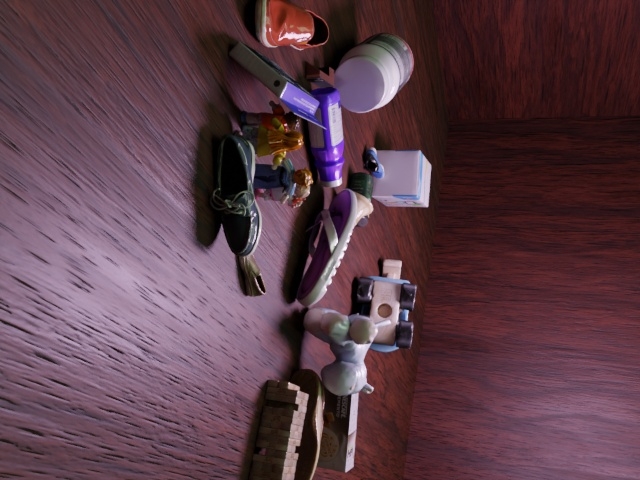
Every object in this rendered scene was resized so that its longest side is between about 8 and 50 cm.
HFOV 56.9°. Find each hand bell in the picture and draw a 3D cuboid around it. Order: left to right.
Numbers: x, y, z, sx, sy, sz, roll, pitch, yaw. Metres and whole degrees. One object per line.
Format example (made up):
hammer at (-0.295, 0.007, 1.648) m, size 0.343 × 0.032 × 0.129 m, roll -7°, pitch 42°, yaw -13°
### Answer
hand bell at (0.071, -0.032, 1.943) m, size 0.242 × 0.126 × 0.126 m, roll -63°, pitch 151°, yaw -26°

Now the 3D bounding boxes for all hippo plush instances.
hippo plush at (0.054, 0.331, 1.744) m, size 0.294 × 0.234 × 0.236 m, roll 22°, pitch 79°, yaw -74°

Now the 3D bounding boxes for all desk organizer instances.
desk organizer at (0.000, -0.485, 1.726) m, size 0.130 × 0.047 × 0.050 m, roll -9°, pitch 99°, yaw -70°

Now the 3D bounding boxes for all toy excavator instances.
toy excavator at (0.264, 0.247, 2.404) m, size 0.445 × 0.222 × 0.432 m, roll 76°, pitch 22°, yaw -73°

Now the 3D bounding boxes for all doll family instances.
doll family at (-0.099, -0.172, 1.320) m, size 0.118 × 0.163 × 0.263 m, roll -56°, pitch 144°, yaw -55°

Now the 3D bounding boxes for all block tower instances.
block tower at (-0.111, 0.533, 1.503) m, size 0.097 × 0.091 × 0.335 m, roll 49°, pitch 47°, yaw -62°

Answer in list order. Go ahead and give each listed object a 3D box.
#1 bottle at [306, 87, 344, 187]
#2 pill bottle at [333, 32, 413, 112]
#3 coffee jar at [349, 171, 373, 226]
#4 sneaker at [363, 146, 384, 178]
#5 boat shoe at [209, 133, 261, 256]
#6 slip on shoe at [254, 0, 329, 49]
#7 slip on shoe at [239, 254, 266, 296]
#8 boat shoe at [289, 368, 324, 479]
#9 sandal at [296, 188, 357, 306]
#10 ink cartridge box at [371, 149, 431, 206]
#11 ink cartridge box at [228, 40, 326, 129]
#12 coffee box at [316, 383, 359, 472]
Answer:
bottle at (0.018, -0.298, 1.733) m, size 0.118 × 0.092 × 0.282 m, roll -53°, pitch 142°, yaw -56°
pill bottle at (0.174, -0.556, 1.960) m, size 0.363 × 0.210 × 0.210 m, roll -54°, pitch 142°, yaw -56°
coffee jar at (0.139, -0.144, 2.115) m, size 0.096 × 0.079 × 0.184 m, roll 54°, pitch 42°, yaw -64°
sneaker at (0.209, -0.283, 2.316) m, size 0.152 × 0.058 × 0.084 m, roll 67°, pitch 26°, yaw -43°
boat shoe at (-0.174, -0.093, 1.225) m, size 0.079 × 0.095 × 0.254 m, roll 4°, pitch 87°, yaw -72°
slip on shoe at (-0.069, -0.529, 1.447) m, size 0.331 × 0.101 × 0.123 m, roll -25°, pitch 118°, yaw -66°
slip on shoe at (-0.156, 0.071, 1.377) m, size 0.051 × 0.041 × 0.135 m, roll -49°, pitch 138°, yaw -60°
boat shoe at (-0.044, 0.541, 1.657) m, size 0.123 × 0.123 × 0.342 m, roll 55°, pitch 36°, yaw -58°
sandal at (0.009, -0.006, 1.726) m, size 0.102 × 0.169 × 0.416 m, roll 32°, pitch 53°, yaw -21°
ink cartridge box at (0.345, -0.257, 2.496) m, size 0.270 × 0.198 × 0.197 m, roll 15°, pitch 78°, yaw -69°
ink cartridge box at (-0.079, -0.344, 1.325) m, size 0.045 × 0.208 × 0.206 m, roll -49°, pitch 166°, yaw 14°
coffee box at (0.038, 0.579, 1.850) m, size 0.098 × 0.141 × 0.246 m, roll 24°, pitch 71°, yaw -69°
